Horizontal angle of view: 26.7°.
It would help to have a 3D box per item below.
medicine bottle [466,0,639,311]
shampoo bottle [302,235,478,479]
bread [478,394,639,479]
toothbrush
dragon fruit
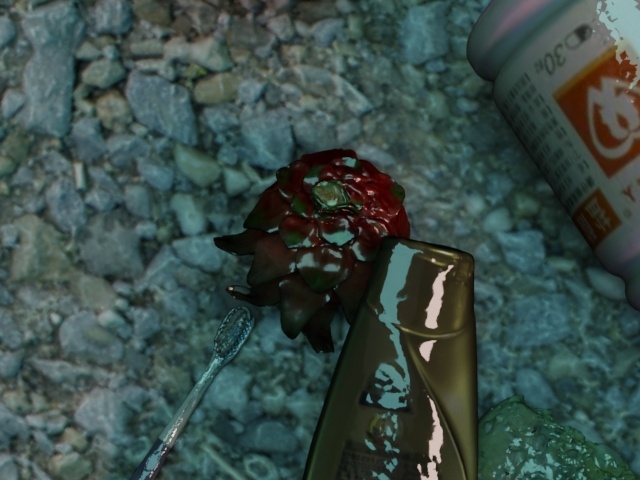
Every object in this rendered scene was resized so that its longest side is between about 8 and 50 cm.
[{"bbox_3d":[0.267,-0.066,0.965,0.202,0.202,0.315,-31,76,-2],"label":"medicine bottle"},{"bbox_3d":[0.049,0.173,0.955,0.126,0.084,0.350,8,91,-4],"label":"shampoo bottle"},{"bbox_3d":[0.189,0.222,0.980,0.173,0.064,0.232,-11,78,4],"label":"bread"},{"bbox_3d":[-0.131,0.175,1.037,0.024,0.026,0.288,30,82,14],"label":"toothbrush"},{"bbox_3d":[0.006,0.001,1.019,0.142,0.121,0.130,-50,44,19],"label":"dragon fruit"}]
